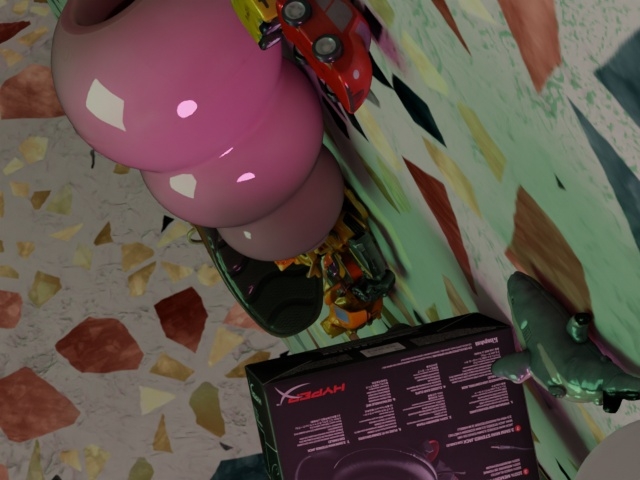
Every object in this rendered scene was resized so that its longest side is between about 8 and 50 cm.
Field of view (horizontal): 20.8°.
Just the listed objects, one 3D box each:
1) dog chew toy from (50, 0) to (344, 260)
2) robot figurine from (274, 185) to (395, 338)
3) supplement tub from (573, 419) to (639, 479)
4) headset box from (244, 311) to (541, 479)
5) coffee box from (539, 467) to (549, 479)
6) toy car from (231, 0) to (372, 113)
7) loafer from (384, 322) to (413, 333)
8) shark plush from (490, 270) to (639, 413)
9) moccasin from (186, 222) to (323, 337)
[{"bbox_3d":[-0.092,-0.108,1.569,0.332,0.206,0.206,51,177,-35],"label":"dog chew toy"},{"bbox_3d":[0.000,0.000,1.830,0.211,0.085,0.291,53,172,18],"label":"robot figurine"},{"bbox_3d":[0.215,0.198,1.034,0.144,0.144,0.200,52,171,31],"label":"supplement tub"},{"bbox_3d":[0.074,0.229,1.474,0.110,0.218,0.293,-157,55,-78],"label":"headset box"},{"bbox_3d":[0.220,0.280,1.784,0.113,0.040,0.184,53,173,21],"label":"coffee box"},{"bbox_3d":[-0.044,-0.219,1.272,0.225,0.053,0.239,60,171,-28],"label":"toy car"},{"bbox_3d":[0.126,0.144,1.797,0.170,0.062,0.061,49,149,24],"label":"loafer"},{"bbox_3d":[0.169,0.076,1.185,0.161,0.073,0.067,-129,37,-66],"label":"shark plush"},{"bbox_3d":[-0.113,-0.056,2.122,0.380,0.139,0.147,56,174,3],"label":"moccasin"}]
